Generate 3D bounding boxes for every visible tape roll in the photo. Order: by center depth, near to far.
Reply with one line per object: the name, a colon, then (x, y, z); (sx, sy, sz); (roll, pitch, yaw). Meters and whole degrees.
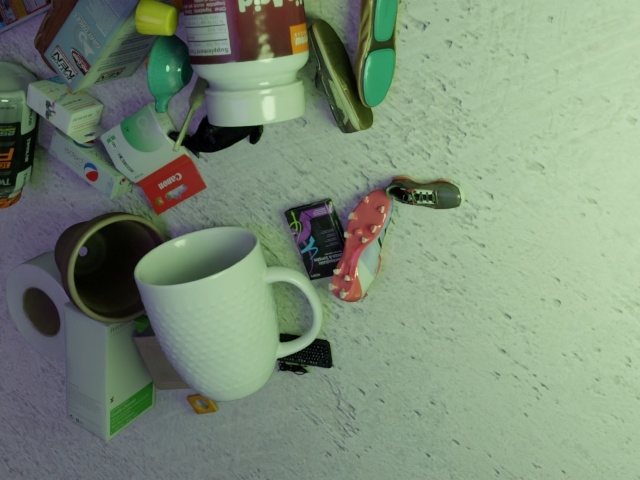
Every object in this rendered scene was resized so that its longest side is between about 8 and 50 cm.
tape roll: (-0.725, 0.176, 2.352); (0.286, 0.100, 0.286); (15, 119, 29)

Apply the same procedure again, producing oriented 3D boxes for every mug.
mug: (-0.180, 0.166, 1.888); (0.374, 0.276, 0.327); (-10, 114, 9)

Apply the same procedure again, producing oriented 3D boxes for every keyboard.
keyboard: (-0.060, 0.266, 1.975); (0.192, 0.038, 0.100); (3, 112, 34)

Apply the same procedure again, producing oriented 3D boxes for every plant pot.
plant pot: (-0.530, 0.050, 2.087); (0.229, 0.263, 0.263); (14, 120, 49)

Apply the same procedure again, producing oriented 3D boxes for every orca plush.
orca plush: (-0.225, -0.251, 1.811); (0.287, 0.102, 0.151); (-11, 104, 38)

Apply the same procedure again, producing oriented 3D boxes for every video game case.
video game case: (-0.737, -0.619, 2.047); (0.285, 0.025, 0.204); (-9, 105, 37)

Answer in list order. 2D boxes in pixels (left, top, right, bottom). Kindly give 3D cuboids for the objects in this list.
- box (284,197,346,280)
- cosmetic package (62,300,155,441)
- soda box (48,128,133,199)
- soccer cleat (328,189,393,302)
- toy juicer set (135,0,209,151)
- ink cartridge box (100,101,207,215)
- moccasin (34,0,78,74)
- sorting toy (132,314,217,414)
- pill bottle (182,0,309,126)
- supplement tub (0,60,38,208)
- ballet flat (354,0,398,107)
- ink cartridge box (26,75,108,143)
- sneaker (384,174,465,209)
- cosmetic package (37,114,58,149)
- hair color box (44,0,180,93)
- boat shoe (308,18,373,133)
box: (0.000, 0.000, 1.818); (0.116, 0.029, 0.162); (-13, 104, 38)
cosmetic package: (-0.539, 0.302, 2.221); (0.155, 0.197, 0.365); (23, 123, 24)
soda box: (-0.550, -0.191, 2.081); (0.216, 0.074, 0.069); (36, 126, 16)
soccer cleat: (0.094, 0.011, 1.736); (0.083, 0.095, 0.248); (33, 110, 37)
toy juicer set: (-0.291, -0.369, 1.731); (0.090, 0.209, 0.329); (14, 137, 12)
ink cartridge box: (-0.385, -0.181, 1.978); (0.181, 0.056, 0.224); (-25, 93, 34)
moccasin: (-0.541, -0.538, 1.890); (0.147, 0.139, 0.380); (41, 138, 2)
sorting toy: (-0.351, 0.296, 2.152); (0.196, 0.047, 0.347); (-3, 125, 19)
pill bottle: (-0.139, -0.418, 1.587); (0.224, 0.224, 0.392); (5, 111, 33)
supplement tub: (-0.816, -0.259, 2.148); (0.207, 0.207, 0.337); (31, 125, 20)
ballet flat: (0.098, -0.361, 1.572); (0.073, 0.080, 0.232); (41, 131, 49)
ink cartridge box: (-0.589, -0.310, 2.034); (0.181, 0.104, 0.061); (35, 127, 16)
sneaker: (0.192, -0.082, 1.625); (0.158, 0.065, 0.061); (8, 115, 32)
cosmetic package: (-0.661, -0.284, 2.137); (0.060, 0.041, 0.115); (32, 125, 20)
hair color box: (-0.396, -0.472, 1.775); (0.113, 0.185, 0.374); (53, 129, 3)
boat shoe: (0.023, -0.303, 1.632); (0.073, 0.080, 0.223); (-19, 104, 34)
